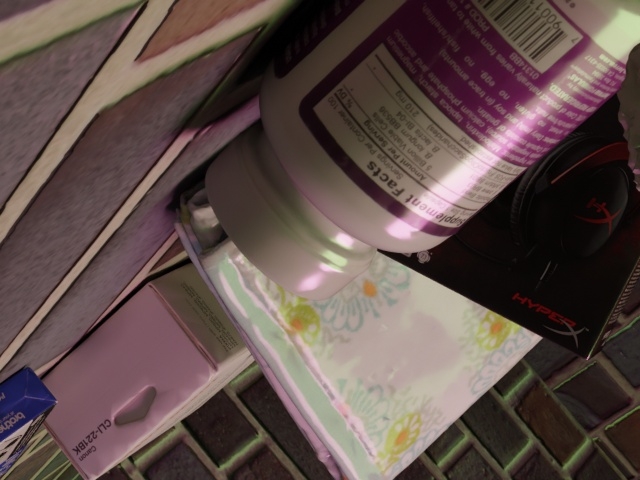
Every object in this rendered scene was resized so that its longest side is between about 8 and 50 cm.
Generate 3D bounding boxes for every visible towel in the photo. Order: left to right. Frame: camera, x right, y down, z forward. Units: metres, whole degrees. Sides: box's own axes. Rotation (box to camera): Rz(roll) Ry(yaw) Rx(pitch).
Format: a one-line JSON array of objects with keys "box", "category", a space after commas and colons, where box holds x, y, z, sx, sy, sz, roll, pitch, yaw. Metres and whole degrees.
[{"box": [0.074, 0.014, 1.295, 0.320, 0.090, 0.374, -39, 131, -12], "category": "towel"}]

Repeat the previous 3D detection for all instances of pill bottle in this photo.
[{"box": [0.068, -0.099, 0.976, 0.301, 0.169, 0.169, -42, 175, 24], "category": "pill bottle"}]

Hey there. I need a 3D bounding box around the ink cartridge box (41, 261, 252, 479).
[{"box": [-0.151, 0.116, 1.567, 0.197, 0.114, 0.273, -41, 176, 21], "category": "ink cartridge box"}]

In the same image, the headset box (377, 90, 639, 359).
[{"box": [0.170, -0.093, 1.102, 0.293, 0.218, 0.110, -63, 167, 7], "category": "headset box"}]

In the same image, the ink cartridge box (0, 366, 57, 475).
[{"box": [-0.318, 0.195, 1.406, 0.097, 0.046, 0.207, -36, 174, -34], "category": "ink cartridge box"}]

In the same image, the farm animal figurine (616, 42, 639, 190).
[{"box": [0.272, -0.204, 0.796, 0.330, 0.327, 0.172, -23, 165, 10], "category": "farm animal figurine"}]
